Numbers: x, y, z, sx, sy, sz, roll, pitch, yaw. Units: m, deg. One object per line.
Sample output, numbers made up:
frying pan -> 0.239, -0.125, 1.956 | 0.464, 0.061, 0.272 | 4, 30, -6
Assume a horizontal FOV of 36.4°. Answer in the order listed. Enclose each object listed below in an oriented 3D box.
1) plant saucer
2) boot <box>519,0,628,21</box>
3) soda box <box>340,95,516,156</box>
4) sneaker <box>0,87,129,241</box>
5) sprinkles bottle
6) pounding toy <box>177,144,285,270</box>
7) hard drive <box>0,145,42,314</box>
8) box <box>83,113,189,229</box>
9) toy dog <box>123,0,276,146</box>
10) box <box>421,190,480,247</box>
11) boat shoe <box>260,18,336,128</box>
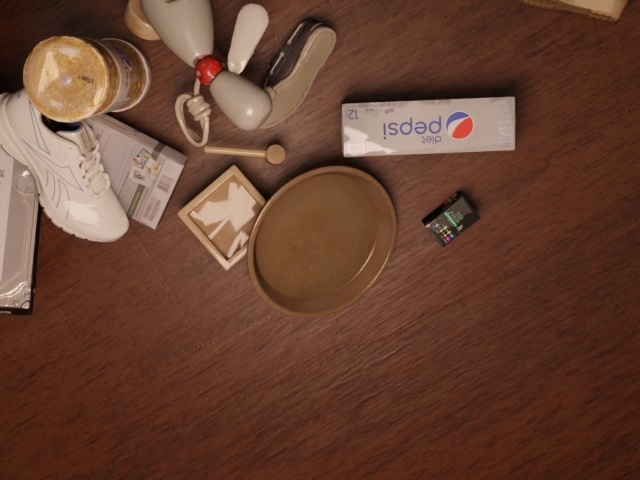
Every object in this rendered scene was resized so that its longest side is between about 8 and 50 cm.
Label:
plant saucer -> 0.000, 0.000, 1.639 | 0.278, 0.041, 0.278 | -12, 118, -23
boot -> 0.409, -0.486, 1.596 | 0.248, 0.090, 0.207 | 15, 88, -1
soda box -> 0.177, -0.192, 1.628 | 0.286, 0.098, 0.091 | -2, 99, 0
sneaker -> -0.403, -0.120, 1.562 | 0.129, 0.111, 0.297 | -18, 118, 36
sprinkles bottle -> -0.346, -0.250, 1.487 | 0.121, 0.355, 0.121 | 0, 101, 0
pounding toy -> -0.140, -0.085, 1.656 | 0.206, 0.094, 0.181 | -41, 93, -2
hard drive -> -0.577, -0.052, 1.585 | 0.237, 0.064, 0.339 | 4, 72, -10
box -> -0.335, -0.120, 1.648 | 0.186, 0.038, 0.145 | 26, 121, -5
toy dog -> -0.175, -0.334, 1.568 | 0.161, 0.220, 0.334 | -33, 101, -34
box -> 0.224, -0.036, 1.674 | 0.083, 0.062, 0.052 | -40, 99, 7
boat shoe -> -0.054, -0.283, 1.642 | 0.206, 0.075, 0.065 | -53, 53, 14
